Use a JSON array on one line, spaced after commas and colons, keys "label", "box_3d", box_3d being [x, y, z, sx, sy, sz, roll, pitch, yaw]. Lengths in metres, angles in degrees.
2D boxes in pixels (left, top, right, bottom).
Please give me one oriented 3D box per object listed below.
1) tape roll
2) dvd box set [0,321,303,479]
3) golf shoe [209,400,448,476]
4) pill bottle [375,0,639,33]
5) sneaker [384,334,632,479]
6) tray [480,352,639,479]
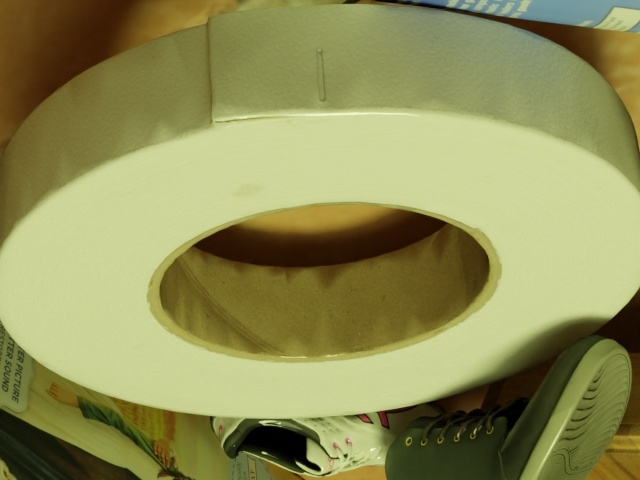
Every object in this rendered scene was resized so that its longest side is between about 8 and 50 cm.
[{"label": "tape roll", "box_3d": [0.000, 0.000, 0.996, 0.392, 0.072, 0.392, -3, 151, -2]}, {"label": "dvd box set", "box_3d": [-0.110, 0.223, 1.116, 0.062, 0.307, 0.420, -37, 122, 24]}, {"label": "golf shoe", "box_3d": [0.010, 0.141, 1.194, 0.186, 0.086, 0.067, 12, 129, -13]}, {"label": "pill bottle", "box_3d": [0.079, -0.192, 0.861, 0.272, 0.152, 0.152, 5, 131, -7]}, {"label": "sneaker", "box_3d": [0.112, 0.127, 1.100, 0.083, 0.118, 0.222, -16, 139, -44]}, {"label": "tray", "box_3d": [0.308, 0.226, 1.224, 0.203, 0.076, 0.411, -5, 138, 45]}]
